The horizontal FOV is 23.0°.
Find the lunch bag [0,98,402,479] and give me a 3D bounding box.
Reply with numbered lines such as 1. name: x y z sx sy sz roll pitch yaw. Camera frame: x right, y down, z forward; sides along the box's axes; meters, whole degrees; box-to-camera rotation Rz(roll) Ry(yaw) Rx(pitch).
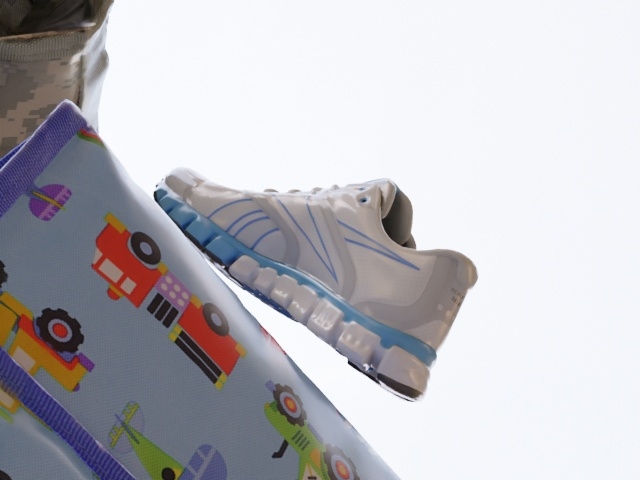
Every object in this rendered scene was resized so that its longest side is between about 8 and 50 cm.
1. lunch bag: -0.088 0.120 0.481 0.138 0.293 0.221 -35 -75 20

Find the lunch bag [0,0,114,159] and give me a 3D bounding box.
1. lunch bag: -0.247 -0.110 0.872 0.287 0.169 0.235 26 -39 2

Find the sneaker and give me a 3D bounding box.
1. sneaker: 0.000 0.000 0.747 0.083 0.190 0.071 -54 -36 -5
